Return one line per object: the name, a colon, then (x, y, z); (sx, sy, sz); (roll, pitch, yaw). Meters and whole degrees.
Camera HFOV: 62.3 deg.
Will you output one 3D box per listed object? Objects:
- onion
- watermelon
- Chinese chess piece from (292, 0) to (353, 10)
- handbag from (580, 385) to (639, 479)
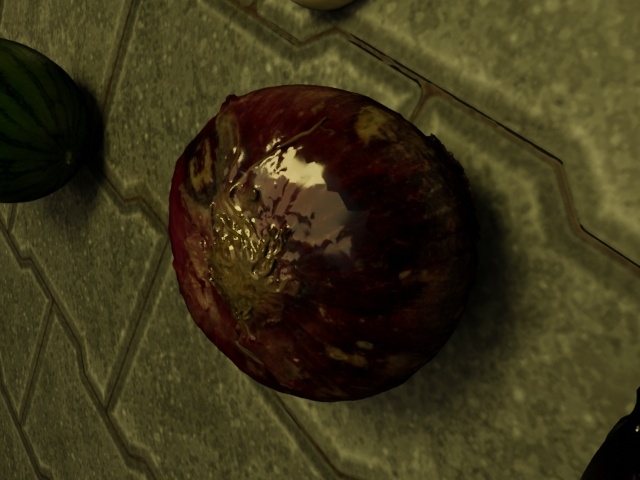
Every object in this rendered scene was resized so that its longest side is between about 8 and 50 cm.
onion: (0.000, 0.000, 0.411); (0.247, 0.190, 0.246); (17, 122, 29)
watermelon: (-0.463, -0.173, 0.775); (0.243, 0.243, 0.242); (4, 96, 42)
Chinese chess piece: (0.004, -0.272, 0.476); (0.122, 0.051, 0.121); (3, 95, 42)
handbag: (0.236, 0.166, 0.253); (0.208, 0.127, 0.228); (25, 118, 37)
